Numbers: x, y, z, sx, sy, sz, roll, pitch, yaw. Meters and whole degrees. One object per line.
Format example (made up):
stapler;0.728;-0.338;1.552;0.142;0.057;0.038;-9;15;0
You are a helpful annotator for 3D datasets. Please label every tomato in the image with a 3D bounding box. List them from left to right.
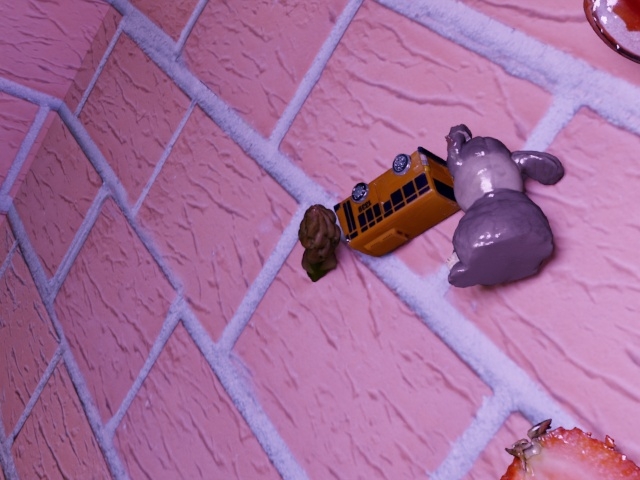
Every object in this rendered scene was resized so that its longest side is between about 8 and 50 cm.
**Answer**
tomato;0.453;-0.333;0.962;0.214;0.155;0.180;-41;85;21

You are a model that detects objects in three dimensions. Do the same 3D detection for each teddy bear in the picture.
teddy bear;0.270;-0.052;1.086;0.171;0.144;0.251;-1;55;11

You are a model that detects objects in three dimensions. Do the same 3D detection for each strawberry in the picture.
strawberry;0.325;0.344;0.910;0.175;0.106;0.236;-24;53;-5

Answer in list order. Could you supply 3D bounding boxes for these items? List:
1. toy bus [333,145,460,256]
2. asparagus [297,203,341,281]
toy bus;0.128;-0.055;1.245;0.201;0.098;0.114;-33;54;32
asparagus;0.000;0.000;1.294;0.080;0.287;0.080;-1;68;4
